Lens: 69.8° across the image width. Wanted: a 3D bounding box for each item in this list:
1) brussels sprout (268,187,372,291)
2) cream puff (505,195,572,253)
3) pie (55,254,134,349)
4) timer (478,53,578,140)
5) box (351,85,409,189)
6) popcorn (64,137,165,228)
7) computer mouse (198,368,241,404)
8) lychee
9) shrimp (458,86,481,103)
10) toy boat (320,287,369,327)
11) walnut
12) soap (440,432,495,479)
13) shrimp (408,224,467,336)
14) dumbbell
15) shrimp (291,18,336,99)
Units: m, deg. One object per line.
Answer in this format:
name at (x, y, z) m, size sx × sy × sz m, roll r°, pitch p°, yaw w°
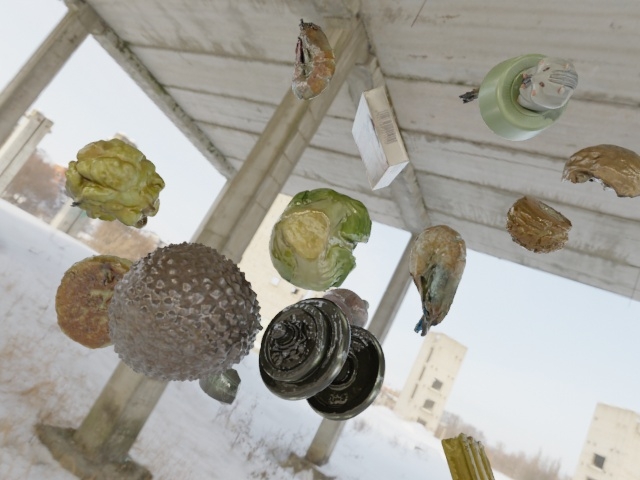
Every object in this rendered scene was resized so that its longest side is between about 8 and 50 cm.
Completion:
brussels sprout at (-0.001, -0.003, 1.153) m, size 0.227 × 0.259 × 0.294 m, roll 23°, pitch 1°, yaw 14°
cream puff at (0.540, -0.032, 1.156) m, size 0.150 × 0.115 × 0.165 m, roll 10°, pitch 37°, yaw -24°
pie at (-0.696, 0.191, 1.478) m, size 0.315 × 0.315 × 0.092 m, roll 34°, pitch -7°, yaw -22°
timer at (0.713, -0.493, 1.504) m, size 0.291 × 0.290 × 0.315 m, roll 29°, pitch 3°, yaw -4°
box at (0.166, -0.284, 1.357) m, size 0.353 × 0.069 × 0.214 m, roll 116°, pitch -44°, yaw -85°
popcorn at (-0.562, -0.152, 1.275) m, size 0.252 × 0.215 × 0.286 m, roll 12°, pitch -20°, yaw -10°
computer mouse at (-0.362, 0.484, 1.586) m, size 0.231 × 0.126 × 0.071 m, roll 21°, pitch -2°, yaw 43°
lychee at (-0.266, 0.150, 0.911) m, size 0.300 × 0.300 × 0.300 m, roll 26°, pitch -15°, yaw 8°
shrimp at (0.628, -0.590, 1.892) m, size 0.198 × 0.262 × 0.051 m, roll -10°, pitch -78°, yaw 66°
toy boat at (0.081, 0.215, 1.417) m, size 0.155 × 0.085 × 0.227 m, roll 66°, pitch -25°, yaw 4°
walnut at (0.861, -0.206, 1.352) m, size 0.238 × 0.141 × 0.204 m, roll 9°, pitch 21°, yaw 3°
soap at (0.483, 0.771, 1.405) m, size 0.091 × 0.314 × 0.199 m, roll -29°, pitch -41°, yaw 23°
shrimp at (0.420, 0.156, 1.737) m, size 0.221 × 0.445 × 0.110 m, roll 18°, pitch 16°, yaw 34°
dumbbell at (0.006, 0.221, 0.855) m, size 0.192 × 0.192 × 0.290 m, roll 13°, pitch -22°, yaw 44°
shrimp at (-0.022, -0.333, 0.828) m, size 0.101 × 0.190 × 0.042 m, roll -28°, pitch -32°, yaw 30°
